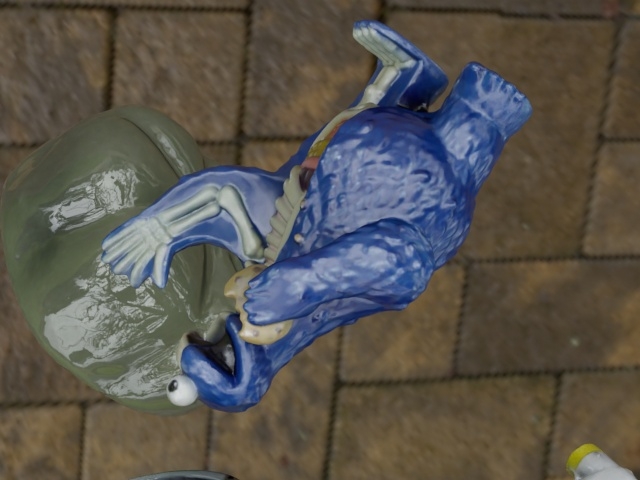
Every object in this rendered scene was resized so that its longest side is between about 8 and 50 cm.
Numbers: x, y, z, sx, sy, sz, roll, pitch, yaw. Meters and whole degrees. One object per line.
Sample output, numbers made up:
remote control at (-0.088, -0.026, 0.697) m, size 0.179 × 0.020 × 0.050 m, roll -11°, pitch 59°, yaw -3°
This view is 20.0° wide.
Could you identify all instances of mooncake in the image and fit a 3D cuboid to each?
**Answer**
mooncake at (-0.137, 0.013, 1.503) m, size 0.135 × 0.275 × 0.275 m, roll -30°, pitch 123°, yaw 23°

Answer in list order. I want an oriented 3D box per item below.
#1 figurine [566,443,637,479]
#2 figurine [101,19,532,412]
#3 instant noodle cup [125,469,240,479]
figurine at (0.210, 0.259, 1.649) m, size 0.178 × 0.129 × 0.109 m, roll -14°, pitch 102°, yaw -2°
figurine at (0.008, -0.001, 1.049) m, size 0.262 × 0.164 × 0.121 m, roll -42°, pitch 135°, yaw -4°
instant noodle cup at (-0.097, 0.224, 1.002) m, size 0.178 × 0.208 × 0.125 m, roll -26°, pitch 110°, yaw -17°
